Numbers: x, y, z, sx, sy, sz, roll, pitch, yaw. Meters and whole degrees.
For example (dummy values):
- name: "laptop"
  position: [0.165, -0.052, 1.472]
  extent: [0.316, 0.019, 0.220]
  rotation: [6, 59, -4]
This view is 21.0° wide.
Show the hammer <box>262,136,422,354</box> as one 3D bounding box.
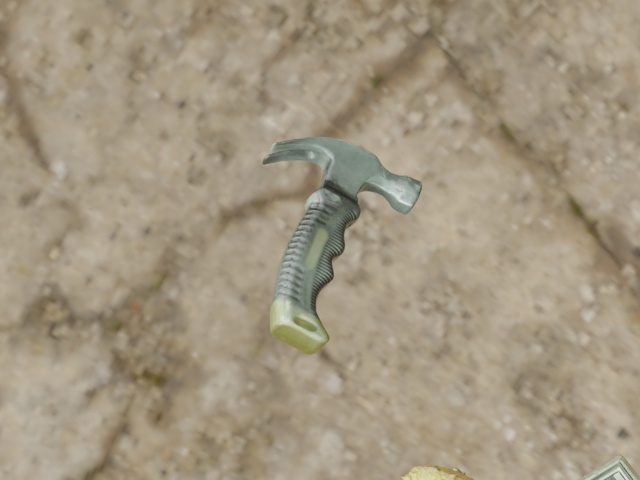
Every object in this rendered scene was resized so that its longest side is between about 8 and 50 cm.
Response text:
- name: "hammer"
  position: [0.000, 0.000, 1.687]
  extent: [0.041, 0.159, 0.226]
  rotation: [125, 166, -58]

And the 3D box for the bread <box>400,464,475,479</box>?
- name: "bread"
  position: [0.122, 0.260, 1.549]
  extent: [0.187, 0.065, 0.103]
  rotation: [17, 89, 50]

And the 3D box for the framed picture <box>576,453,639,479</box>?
- name: "framed picture"
  position: [0.236, 0.274, 1.400]
  extent: [0.142, 0.011, 0.183]
  rotation: [-30, 54, -6]
